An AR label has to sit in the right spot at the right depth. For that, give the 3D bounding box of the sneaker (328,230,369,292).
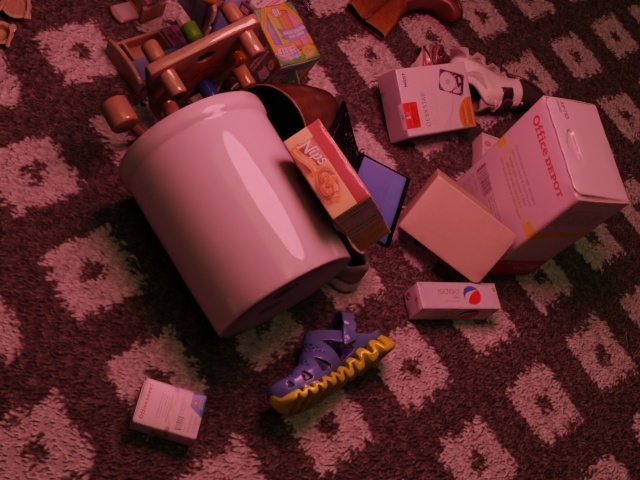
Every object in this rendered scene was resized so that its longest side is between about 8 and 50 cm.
[{"bbox_3d":[0.000,0.000,1.686,0.262,0.121,0.099,34,53,-4],"label":"sneaker"}]

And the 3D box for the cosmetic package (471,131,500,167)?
[{"bbox_3d":[0.533,-0.210,2.084,0.239,0.060,0.098,16,56,-16],"label":"cosmetic package"}]

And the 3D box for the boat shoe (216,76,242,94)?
[{"bbox_3d":[-0.227,-0.317,1.790,0.065,0.075,0.206,20,52,-10],"label":"boat shoe"}]

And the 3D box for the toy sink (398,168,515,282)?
[{"bbox_3d":[0.325,-0.037,1.812,0.234,0.152,0.131,36,16,-2],"label":"toy sink"}]

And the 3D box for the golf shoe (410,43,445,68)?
[{"bbox_3d":[0.292,-0.467,2.127,0.086,0.067,0.186,5,64,25],"label":"golf shoe"}]

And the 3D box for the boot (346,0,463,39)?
[{"bbox_3d":[0.250,-0.665,2.191,0.264,0.096,0.280,41,55,1],"label":"boot"}]

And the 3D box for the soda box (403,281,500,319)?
[{"bbox_3d":[0.308,0.142,1.775,0.216,0.074,0.069,2,62,-24],"label":"soda box"}]

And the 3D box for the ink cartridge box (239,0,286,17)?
[{"bbox_3d":[-0.163,-0.629,2.002,0.180,0.060,0.104,40,54,0],"label":"ink cartridge box"}]

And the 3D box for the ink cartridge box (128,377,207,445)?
[{"bbox_3d":[-0.285,0.320,1.418,0.123,0.052,0.088,21,56,-14],"label":"ink cartridge box"}]

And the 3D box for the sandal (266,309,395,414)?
[{"bbox_3d":[0.005,0.245,1.560,0.317,0.126,0.138,-25,72,-42],"label":"sandal"}]

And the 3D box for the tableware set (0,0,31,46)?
[{"bbox_3d":[-0.732,-0.509,1.679,0.169,0.020,0.141,19,73,-17],"label":"tableware set"}]

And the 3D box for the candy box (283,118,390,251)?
[{"bbox_3d":[0.042,-0.099,1.517,0.088,0.316,0.182,-34,73,4],"label":"candy box"}]

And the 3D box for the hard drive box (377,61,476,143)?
[{"bbox_3d":[0.282,-0.364,2.002,0.232,0.089,0.181,-14,94,-29],"label":"hard drive box"}]

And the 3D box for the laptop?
[{"bbox_3d":[0.106,-0.157,1.812,0.137,0.264,0.234,5,52,21],"label":"laptop"}]

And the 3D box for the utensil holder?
[{"bbox_3d":[-0.164,-0.047,1.514,0.328,0.327,0.385,-25,76,-33],"label":"utensil holder"}]

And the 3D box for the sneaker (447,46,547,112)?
[{"bbox_3d":[0.493,-0.409,2.159,0.331,0.122,0.146,23,74,-13],"label":"sneaker"}]

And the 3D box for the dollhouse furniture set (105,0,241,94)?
[{"bbox_3d":[-0.365,-0.534,1.708,0.198,0.303,0.286,-30,78,-35],"label":"dollhouse furniture set"}]

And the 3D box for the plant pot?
[{"bbox_3d":[-0.058,-0.280,1.786,0.215,0.215,0.230,49,38,7],"label":"plant pot"}]

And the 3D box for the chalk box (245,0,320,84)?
[{"bbox_3d":[-0.099,-0.458,1.882,0.132,0.132,0.213,-24,86,-35],"label":"chalk box"}]

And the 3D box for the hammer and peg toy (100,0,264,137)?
[{"bbox_3d":[-0.299,-0.342,1.603,0.361,0.266,0.127,-31,87,-13],"label":"hammer and peg toy"}]

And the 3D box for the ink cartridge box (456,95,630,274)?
[{"bbox_3d":[0.518,-0.118,1.826,0.161,0.384,0.279,3,62,-23],"label":"ink cartridge box"}]

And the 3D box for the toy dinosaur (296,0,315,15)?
[{"bbox_3d":[-0.035,-0.660,2.093,0.082,0.047,0.090,54,43,-11],"label":"toy dinosaur"}]
